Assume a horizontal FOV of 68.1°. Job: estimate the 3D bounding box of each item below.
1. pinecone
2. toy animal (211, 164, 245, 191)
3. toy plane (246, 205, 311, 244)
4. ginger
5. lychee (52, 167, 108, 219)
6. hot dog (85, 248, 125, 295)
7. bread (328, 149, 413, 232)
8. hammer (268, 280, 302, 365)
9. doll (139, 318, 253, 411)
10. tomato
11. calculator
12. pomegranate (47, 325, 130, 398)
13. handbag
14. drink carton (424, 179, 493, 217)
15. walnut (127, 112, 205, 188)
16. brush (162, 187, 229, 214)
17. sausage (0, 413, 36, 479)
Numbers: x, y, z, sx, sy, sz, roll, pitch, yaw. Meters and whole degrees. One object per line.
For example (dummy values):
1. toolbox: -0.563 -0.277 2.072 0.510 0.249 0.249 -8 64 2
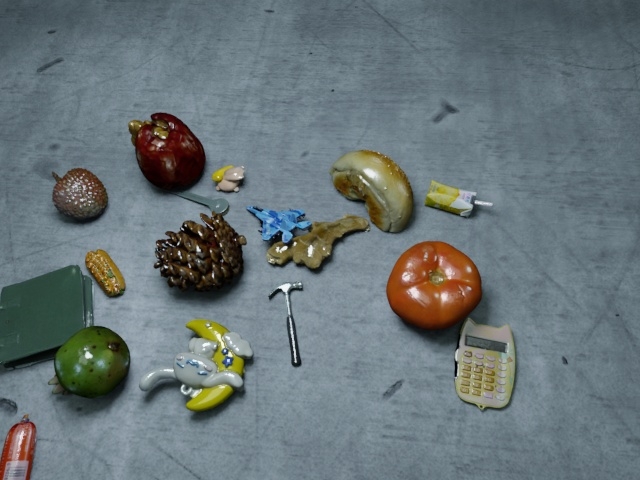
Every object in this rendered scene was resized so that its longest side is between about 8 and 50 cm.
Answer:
1. pinecone: -0.337 0.040 1.360 0.273 0.224 0.224 -24 62 8
2. toy animal: -0.296 -0.204 1.574 0.114 0.082 0.091 -8 28 13
3. toy plane: -0.151 -0.061 1.468 0.246 0.078 0.169 17 46 43
4. ginger: 0.000 0.000 1.446 0.334 0.081 0.148 -30 43 -16
5. lychee: -0.776 -0.152 1.507 0.197 0.165 0.165 31 63 -13
6. hot dog: -0.652 0.092 1.429 0.072 0.055 0.188 -39 67 -16
7. bread: 0.167 -0.188 1.473 0.171 0.192 0.314 -41 67 -17
8. hammer: -0.090 0.233 1.345 0.103 0.029 0.246 -7 62 -2
9. doll: -0.312 0.329 1.253 0.252 0.111 0.237 23 65 4
10. tomato: 0.308 0.130 1.299 0.260 0.180 0.259 -1 64 2
11. calculator: 0.437 0.331 1.268 0.157 0.033 0.236 11 64 7
12. pomegranate: -0.614 0.332 1.240 0.225 0.187 0.187 -32 61 18
13. handbag: -0.790 0.216 1.354 0.260 0.079 0.247 -15 61 -5
14. drink carton: 0.436 -0.125 1.495 0.200 0.074 0.084 19 64 11
15. walnut: -0.501 -0.297 1.519 0.244 0.269 0.221 32 67 15
16. brush: -0.420 -0.142 1.571 0.266 0.027 0.062 20 63 17
17. sausage: -0.751 0.568 1.161 0.074 0.074 0.274 -6 61 -1
